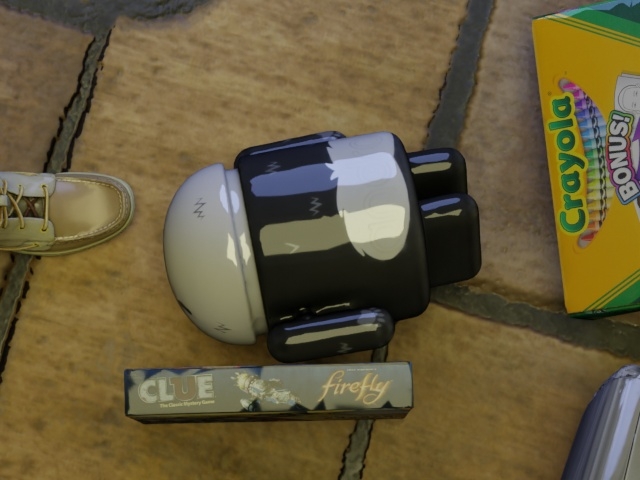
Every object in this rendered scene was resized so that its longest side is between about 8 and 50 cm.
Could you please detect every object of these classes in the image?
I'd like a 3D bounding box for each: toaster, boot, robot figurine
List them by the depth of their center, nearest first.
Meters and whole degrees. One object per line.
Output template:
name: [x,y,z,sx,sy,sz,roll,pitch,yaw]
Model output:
toaster: [0.277,0.207,1.733,0.129,0.227,0.146,19,65,2]
robot figurine: [0.000,0.000,1.773,0.278,0.209,0.173,-11,99,-2]
boot: [-0.279,-0.032,1.777,0.213,0.165,0.077,-3,83,1]

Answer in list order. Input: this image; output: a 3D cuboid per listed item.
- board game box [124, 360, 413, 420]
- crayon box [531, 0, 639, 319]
board game box: [-0.044,0.135,1.755,0.243,0.165,0.042,-1,82,-1]
crayon box: [0.293,-0.077,1.794,0.165,0.081,0.278,-10,81,25]
